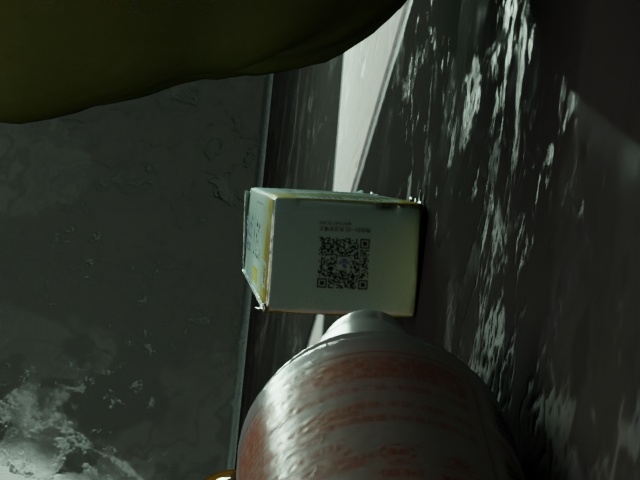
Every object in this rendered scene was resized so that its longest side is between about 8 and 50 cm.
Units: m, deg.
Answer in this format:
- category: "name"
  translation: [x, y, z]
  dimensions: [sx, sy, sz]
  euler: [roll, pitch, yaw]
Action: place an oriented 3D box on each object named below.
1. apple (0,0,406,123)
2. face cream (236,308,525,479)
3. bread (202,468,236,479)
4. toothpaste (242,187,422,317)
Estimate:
- category: "apple"
  translation: [-0.114, -0.269, 0.829]
  dimensions: [0.473, 0.474, 0.473]
  euler: [-173, 90, -86]
- category: "face cream"
  translation: [0.020, 0.086, 0.648]
  dimensions: [0.251, 0.101, 0.101]
  euler: [-95, 13, -69]
- category: "bread"
  translation: [-0.043, 0.225, 0.886]
  dimensions: [0.269, 0.143, 0.195]
  euler: [111, 177, -56]
- category: "toothpaste"
  translation: [0.000, 0.000, 1.135]
  dimensions: [0.313, 0.089, 0.071]
  euler: [-145, 57, -85]
